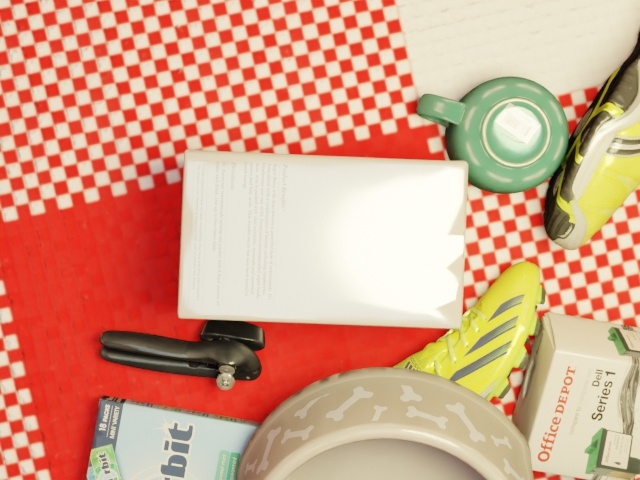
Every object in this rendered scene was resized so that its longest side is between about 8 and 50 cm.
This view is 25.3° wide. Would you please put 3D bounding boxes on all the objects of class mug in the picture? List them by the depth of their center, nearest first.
[{"bbox_3d":[0.194,-0.113,1.574,0.158,0.097,0.129,-12,91,-3],"label":"mug"}]

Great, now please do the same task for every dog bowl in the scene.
[{"bbox_3d":[0.071,0.314,1.516,0.349,0.102,0.348,1,109,4],"label":"dog bowl"}]

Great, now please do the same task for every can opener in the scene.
[{"bbox_3d":[-0.155,0.128,1.592,0.186,0.073,0.059,1,130,1],"label":"can opener"}]

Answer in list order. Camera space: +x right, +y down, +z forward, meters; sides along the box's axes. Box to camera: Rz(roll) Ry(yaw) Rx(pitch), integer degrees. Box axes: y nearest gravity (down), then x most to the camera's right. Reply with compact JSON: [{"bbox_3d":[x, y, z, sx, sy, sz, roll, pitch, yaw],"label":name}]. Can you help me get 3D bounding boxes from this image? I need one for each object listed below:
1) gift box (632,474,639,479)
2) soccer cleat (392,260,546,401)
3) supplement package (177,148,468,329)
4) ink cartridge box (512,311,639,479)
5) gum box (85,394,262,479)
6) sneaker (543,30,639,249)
[{"bbox_3d":[0.450,0.314,1.416,0.255,0.258,0.276,33,105,-6],"label":"gift box"},{"bbox_3d":[0.148,0.142,1.579,0.121,0.093,0.289,29,90,0],"label":"soccer cleat"},{"bbox_3d":[0.000,0.000,1.528,0.293,0.175,0.177,3,89,-2],"label":"supplement package"},{"bbox_3d":[0.335,0.182,1.563,0.219,0.092,0.160,9,115,-3],"label":"ink cartridge box"},{"bbox_3d":[-0.167,0.266,1.593,0.184,0.041,0.157,10,91,-3],"label":"gum box"},{"bbox_3d":[0.384,-0.144,1.560,0.147,0.145,0.384,34,91,-2],"label":"sneaker"}]
